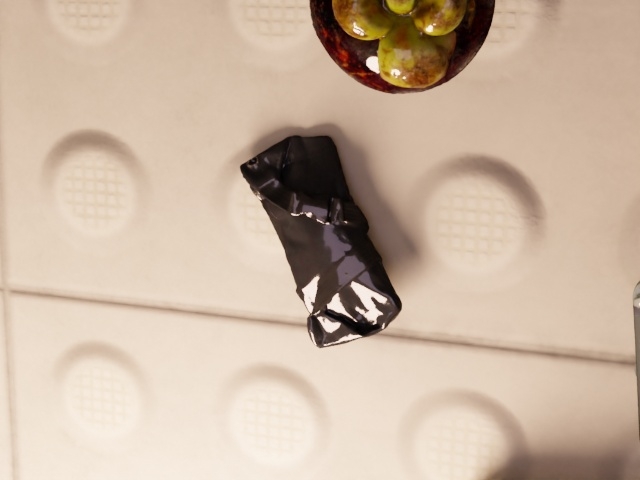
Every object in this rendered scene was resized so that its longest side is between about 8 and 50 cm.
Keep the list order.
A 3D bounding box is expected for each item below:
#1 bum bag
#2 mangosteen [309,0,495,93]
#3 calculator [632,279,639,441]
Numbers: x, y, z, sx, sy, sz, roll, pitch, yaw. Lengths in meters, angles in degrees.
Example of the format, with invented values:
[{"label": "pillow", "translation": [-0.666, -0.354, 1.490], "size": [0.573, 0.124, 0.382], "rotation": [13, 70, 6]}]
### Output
[{"label": "bum bag", "translation": [0.000, 0.000, 1.204], "size": [0.123, 0.060, 0.248], "rotation": [-25, 93, 23]}, {"label": "mangosteen", "translation": [0.077, -0.241, 1.039], "size": [0.192, 0.217, 0.192], "rotation": [2, 100, 12]}, {"label": "calculator", "translation": [0.407, 0.139, 1.110], "size": [0.141, 0.045, 0.246], "rotation": [-3, 102, 19]}]
